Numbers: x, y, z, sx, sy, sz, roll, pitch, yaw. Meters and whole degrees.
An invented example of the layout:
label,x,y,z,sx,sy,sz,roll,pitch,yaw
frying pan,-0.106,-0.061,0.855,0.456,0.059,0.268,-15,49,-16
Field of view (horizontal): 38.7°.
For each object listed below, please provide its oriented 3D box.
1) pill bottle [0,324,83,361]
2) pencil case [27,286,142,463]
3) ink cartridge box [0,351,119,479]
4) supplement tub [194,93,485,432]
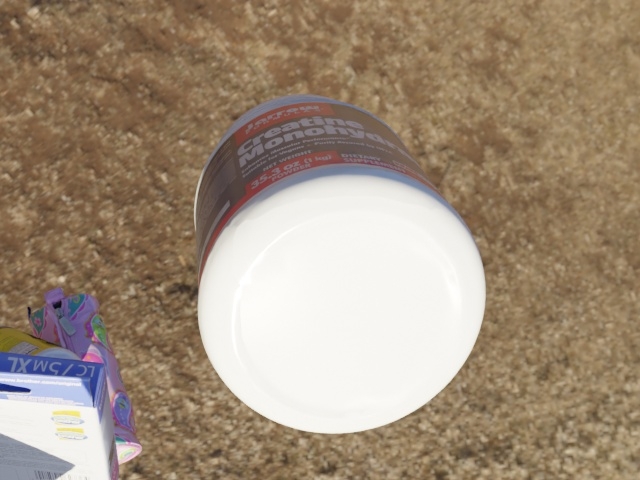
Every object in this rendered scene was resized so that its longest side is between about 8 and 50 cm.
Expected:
label,x,y,z,sx,sy,sz,roll,pitch,yaw
pill bottle,-0.407,0.198,1.289,0.119,0.208,0.119,-19,115,-48
pencil case,-0.367,0.216,1.407,0.124,0.124,0.284,2,57,-43
ink cartridge box,-0.319,0.196,0.978,0.186,0.311,0.065,6,54,-3
supplement tub,0.000,0.000,0.697,0.191,0.191,0.272,43,10,-22
